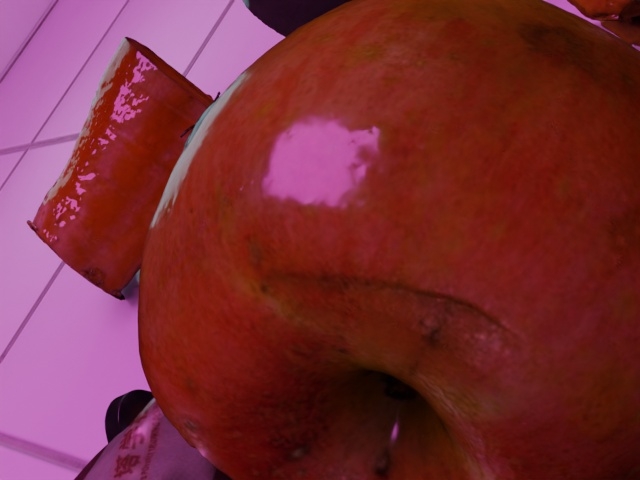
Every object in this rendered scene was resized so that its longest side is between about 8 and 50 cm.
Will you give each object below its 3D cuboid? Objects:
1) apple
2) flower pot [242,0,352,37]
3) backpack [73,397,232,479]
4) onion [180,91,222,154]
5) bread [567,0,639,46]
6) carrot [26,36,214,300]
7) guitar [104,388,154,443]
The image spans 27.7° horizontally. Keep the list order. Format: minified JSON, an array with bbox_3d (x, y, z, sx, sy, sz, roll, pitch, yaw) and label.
[{"bbox_3d":[0.071,0.014,0.768,0.339,0.339,0.339,-37,29,25],"label":"apple"},{"bbox_3d":[0.011,-0.310,1.406,0.166,0.269,0.269,-57,20,34],"label":"flower pot"},{"bbox_3d":[-0.122,0.272,0.886,0.317,0.197,0.283,-39,30,33],"label":"backpack"},{"bbox_3d":[-0.021,-0.001,1.064,0.281,0.281,0.221,-57,-16,-12],"label":"onion"},{"bbox_3d":[0.252,-0.266,0.972,0.198,0.120,0.236,65,145,33],"label":"bread"},{"bbox_3d":[-0.224,-0.083,1.517,0.254,0.196,0.196,-53,26,3],"label":"carrot"},{"bbox_3d":[-0.162,0.242,1.133,0.025,0.088,0.233,-25,45,40],"label":"guitar"}]
